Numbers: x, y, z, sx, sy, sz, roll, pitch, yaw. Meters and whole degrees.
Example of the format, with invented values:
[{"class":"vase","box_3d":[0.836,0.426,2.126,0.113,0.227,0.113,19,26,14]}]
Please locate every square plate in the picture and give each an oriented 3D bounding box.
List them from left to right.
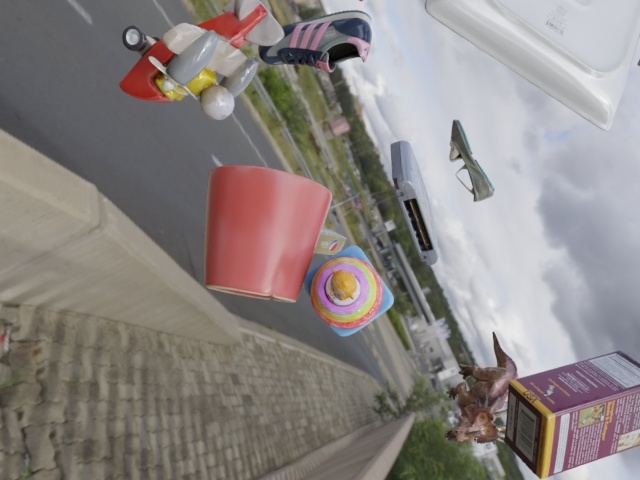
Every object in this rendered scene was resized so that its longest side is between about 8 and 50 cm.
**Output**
[{"class":"square plate","box_3d":[0.363,-0.392,0.818,0.347,0.343,0.049,28,-15,-13]}]

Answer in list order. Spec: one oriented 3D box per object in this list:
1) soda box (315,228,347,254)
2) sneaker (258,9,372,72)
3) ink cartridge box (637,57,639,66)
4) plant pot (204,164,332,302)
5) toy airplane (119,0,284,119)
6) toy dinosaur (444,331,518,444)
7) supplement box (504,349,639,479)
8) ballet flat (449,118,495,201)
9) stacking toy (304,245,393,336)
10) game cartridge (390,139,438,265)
[{"class":"soda box","box_3d":[0.000,0.000,1.496,0.061,0.058,0.181,29,9,26]},{"class":"sneaker","box_3d":[-0.021,-0.495,1.433,0.112,0.319,0.130,30,54,-61]},{"class":"ink cartridge box","box_3d":[0.808,-0.406,1.150,0.078,0.231,0.134,-110,-154,-52]},{"class":"plant pot","box_3d":[-0.126,-0.002,1.166,0.275,0.275,0.243,42,56,-74]},{"class":"toy airplane","box_3d":[-0.262,-0.438,1.356,0.384,0.386,0.272,-12,-83,55]},{"class":"toy dinosaur","box_3d":[0.386,0.350,1.244,0.127,0.295,0.200,34,-18,1]},{"class":"supplement box","box_3d":[0.351,0.228,0.735,0.081,0.188,0.104,-133,-144,-62]},{"class":"ballet flat","box_3d":[0.352,-0.193,1.341,0.213,0.068,0.072,65,15,7]},{"class":"stacking toy","box_3d":[0.050,0.100,1.126,0.175,0.166,0.302,56,-1,8]},{"class":"game cartridge","box_3d":[0.245,-0.102,1.420,0.198,0.062,0.297,-80,152,-43]}]
